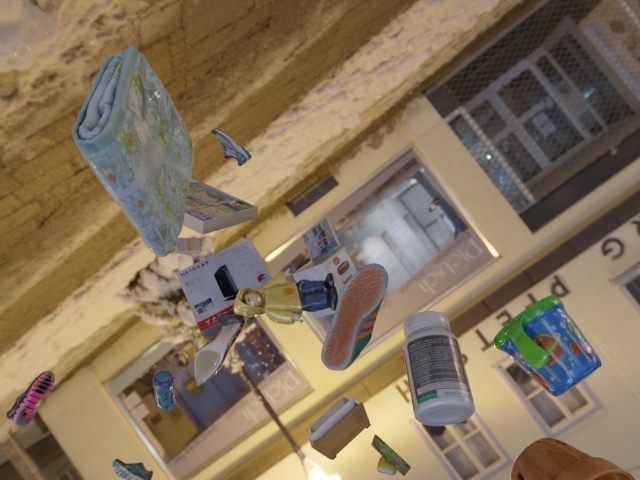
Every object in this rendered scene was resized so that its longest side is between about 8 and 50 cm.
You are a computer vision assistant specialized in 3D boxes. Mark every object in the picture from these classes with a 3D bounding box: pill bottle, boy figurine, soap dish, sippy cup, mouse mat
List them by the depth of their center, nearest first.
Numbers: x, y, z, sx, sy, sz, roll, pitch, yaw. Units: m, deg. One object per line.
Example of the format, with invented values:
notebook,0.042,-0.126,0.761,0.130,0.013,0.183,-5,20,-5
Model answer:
boy figurine,-0.100,0.154,1.373,0.285,0.177,0.092,-5,141,-6
sippy cup,0.665,0.314,1.421,0.306,0.224,0.240,-21,148,-23
mouse mat,0.234,0.728,1.664,0.007,0.153,0.189,-41,154,-24
pill bottle,0.404,0.444,1.742,0.204,0.204,0.360,-39,-142,34
soap dish,0.065,0.684,1.814,0.229,0.118,0.291,-39,170,-12

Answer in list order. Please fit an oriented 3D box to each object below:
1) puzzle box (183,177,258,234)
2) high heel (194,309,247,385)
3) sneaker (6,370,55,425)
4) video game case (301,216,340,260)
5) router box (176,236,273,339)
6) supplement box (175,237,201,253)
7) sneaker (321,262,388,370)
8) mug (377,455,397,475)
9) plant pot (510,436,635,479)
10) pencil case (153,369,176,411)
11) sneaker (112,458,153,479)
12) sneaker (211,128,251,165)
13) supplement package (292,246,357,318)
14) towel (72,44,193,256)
puzzle box,-0.469,-0.142,1.808,0.272,0.409,0.052,-24,131,-52
high heel,-0.325,0.355,1.645,0.261,0.093,0.186,-66,167,2
sneaker,-0.614,0.327,1.038,0.057,0.047,0.119,0,-132,28
video game case,0.000,0.000,2.056,0.143,0.157,0.019,-36,144,19
router box,-0.368,0.185,1.972,0.336,0.301,0.082,-28,148,-11
supplement box,-0.540,0.022,2.007,0.099,0.062,0.036,2,167,-26
sneaker,0.098,0.205,1.321,0.302,0.108,0.121,-63,158,-3
mug,0.249,0.839,1.828,0.062,0.064,0.078,-65,145,-21
plant pot,0.661,0.677,1.328,0.291,0.290,0.203,-37,-156,-7
pencil case,-0.510,0.494,1.616,0.064,0.070,0.151,-76,176,-50
sneaker,-0.699,0.857,1.839,0.065,0.166,0.076,-37,-163,33
sneaker,-0.267,-0.268,1.427,0.058,0.135,0.052,-51,-168,-1
supplement package,0.036,0.159,1.897,0.149,0.194,0.203,-21,-172,33
towel,-0.378,-0.202,1.070,0.090,0.374,0.320,-12,137,8
